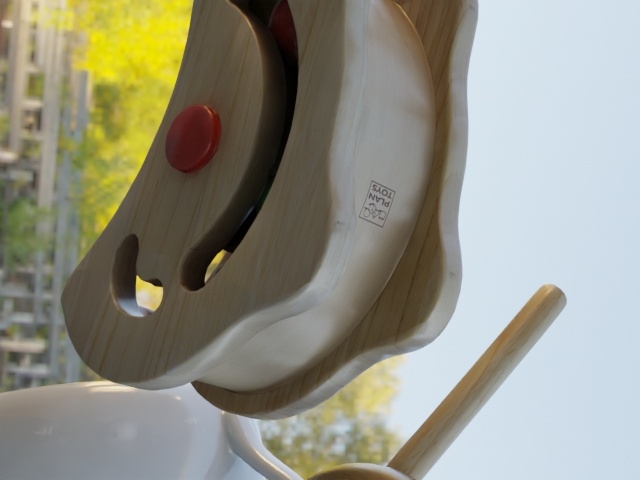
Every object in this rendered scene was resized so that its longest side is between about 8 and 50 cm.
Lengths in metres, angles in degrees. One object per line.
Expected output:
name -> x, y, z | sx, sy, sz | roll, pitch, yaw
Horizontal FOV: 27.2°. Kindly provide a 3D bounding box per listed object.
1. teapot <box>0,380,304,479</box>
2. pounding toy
teapot -> -0.145, 0.200, 0.863 | 0.256, 0.253, 0.187 | 132, -46, -66
pounding toy -> 0.000, 0.000, 0.563 | 0.154, 0.155, 0.269 | -11, -114, 42
